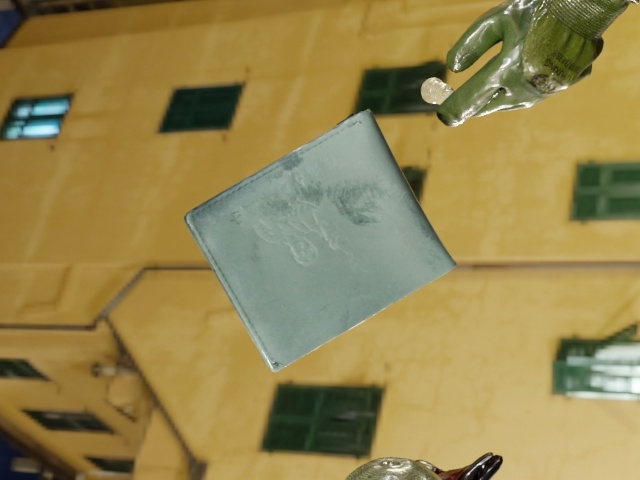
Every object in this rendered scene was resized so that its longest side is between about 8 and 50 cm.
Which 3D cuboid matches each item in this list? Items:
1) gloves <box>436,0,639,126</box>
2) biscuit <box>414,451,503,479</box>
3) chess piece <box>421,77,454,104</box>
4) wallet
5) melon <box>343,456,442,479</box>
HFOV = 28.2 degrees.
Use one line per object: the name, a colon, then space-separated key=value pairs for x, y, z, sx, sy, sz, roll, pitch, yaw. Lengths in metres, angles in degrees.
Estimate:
gloves: x=0.236 y=-0.212 z=1.400 sx=0.135 sy=0.268 sz=0.107 roll=41 pitch=-155 yaw=-19
biscuit: x=0.104 y=0.275 z=1.207 sx=0.235 sy=0.063 sz=0.151 roll=120 pitch=172 yaw=-74
chess piece: x=0.163 y=-0.198 z=1.715 sx=0.092 sy=0.035 sz=0.035 roll=-132 pitch=34 yaw=-74
wallet: x=0.000 y=0.000 z=1.677 sx=0.251 sy=0.290 sz=0.054 roll=62 pitch=175 yaw=-8
melon: x=0.049 y=0.206 z=0.833 sx=0.098 sy=0.098 sz=0.131 roll=-22 pitch=-65 yaw=-63
